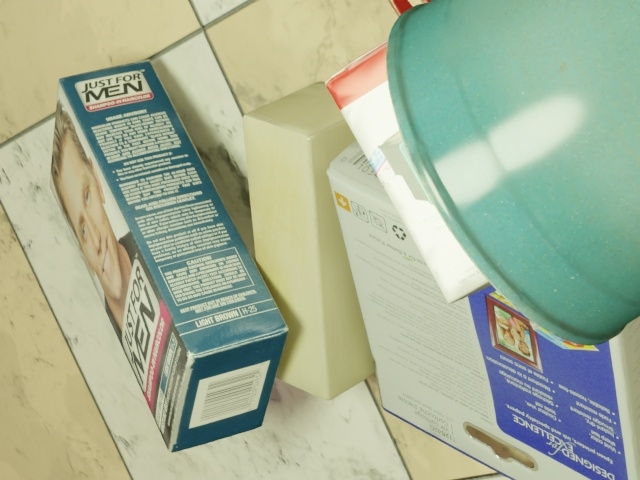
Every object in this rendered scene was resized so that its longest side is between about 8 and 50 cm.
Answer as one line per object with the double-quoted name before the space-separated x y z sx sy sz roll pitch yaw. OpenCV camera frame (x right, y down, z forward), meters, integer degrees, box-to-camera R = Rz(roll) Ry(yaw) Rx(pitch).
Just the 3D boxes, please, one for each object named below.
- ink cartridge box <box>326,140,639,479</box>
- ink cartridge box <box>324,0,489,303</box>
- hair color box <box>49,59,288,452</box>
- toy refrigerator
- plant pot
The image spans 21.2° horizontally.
"ink cartridge box" 0.157 0.087 1.466 0.303 0.072 0.307 26 148 35
"ink cartridge box" 0.088 -0.078 1.260 0.078 0.134 0.231 -31 84 21
"hair color box" -0.157 0.011 1.662 0.347 0.105 0.174 62 153 31
"toy refrigerator" 0.000 0.000 1.580 0.094 0.102 0.270 21 127 39
"plant pot" 0.228 -0.105 1.143 0.255 0.271 0.272 -32 87 29
